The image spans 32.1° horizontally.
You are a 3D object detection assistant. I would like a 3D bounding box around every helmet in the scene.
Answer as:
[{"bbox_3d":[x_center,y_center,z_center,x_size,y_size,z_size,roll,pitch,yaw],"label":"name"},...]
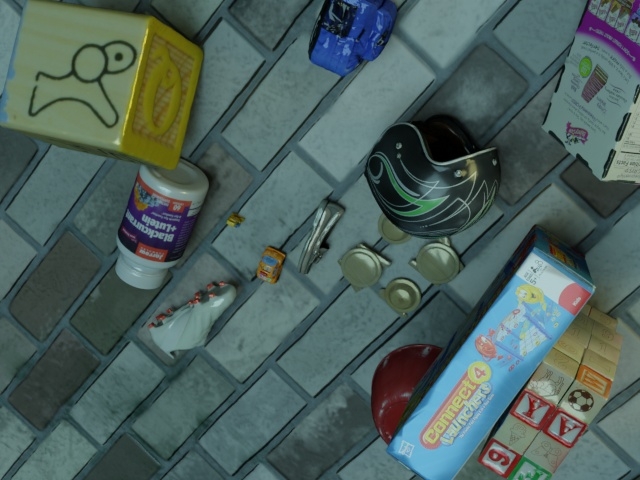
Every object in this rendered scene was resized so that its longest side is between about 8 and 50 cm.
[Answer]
[{"bbox_3d":[0.156,-0.082,1.492,0.161,0.169,0.169,45,121,18],"label":"helmet"}]

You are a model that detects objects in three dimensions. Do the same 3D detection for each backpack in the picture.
[{"bbox_3d":[0.040,-0.280,1.494,0.101,0.098,0.120,29,118,4],"label":"backpack"}]

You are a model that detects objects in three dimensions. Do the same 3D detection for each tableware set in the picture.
[{"bbox_3d":[0.117,0.034,1.635,0.141,0.020,0.169,43,118,-1],"label":"tableware set"}]

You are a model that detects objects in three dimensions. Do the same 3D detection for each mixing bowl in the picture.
[{"bbox_3d":[0.147,0.257,1.668,0.181,0.098,0.181,8,113,20],"label":"mixing bowl"}]

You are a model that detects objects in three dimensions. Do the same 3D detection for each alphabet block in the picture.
[{"bbox_3d":[-0.306,-0.218,1.571,0.197,0.193,0.192,13,90,17],"label":"alphabet block"}]

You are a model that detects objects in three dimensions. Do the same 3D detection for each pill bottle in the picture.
[{"bbox_3d":[-0.250,-0.025,1.706,0.108,0.108,0.193,29,118,9],"label":"pill bottle"}]

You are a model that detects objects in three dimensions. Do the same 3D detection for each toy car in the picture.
[{"bbox_3d":[-0.109,0.018,1.705,0.122,0.040,0.060,40,119,2],"label":"toy car"}]

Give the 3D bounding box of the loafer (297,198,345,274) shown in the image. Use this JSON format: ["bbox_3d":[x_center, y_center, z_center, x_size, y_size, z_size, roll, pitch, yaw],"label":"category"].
[{"bbox_3d":[0.000,0.000,1.655,0.039,0.045,0.125,22,114,5],"label":"loafer"}]

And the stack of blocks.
[{"bbox_3d":[0.314,0.177,1.454,0.087,0.297,0.171,31,118,8],"label":"stack of blocks"}]

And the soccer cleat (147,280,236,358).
[{"bbox_3d":[-0.193,0.127,1.772,0.196,0.068,0.076,-29,103,36],"label":"soccer cleat"}]

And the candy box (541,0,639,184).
[{"bbox_3d":[0.370,-0.206,1.356,0.071,0.159,0.233,5,119,-23],"label":"candy box"}]

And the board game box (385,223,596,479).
[{"bbox_3d":[0.221,0.137,1.429,0.086,0.302,0.308,36,101,6],"label":"board game box"}]
